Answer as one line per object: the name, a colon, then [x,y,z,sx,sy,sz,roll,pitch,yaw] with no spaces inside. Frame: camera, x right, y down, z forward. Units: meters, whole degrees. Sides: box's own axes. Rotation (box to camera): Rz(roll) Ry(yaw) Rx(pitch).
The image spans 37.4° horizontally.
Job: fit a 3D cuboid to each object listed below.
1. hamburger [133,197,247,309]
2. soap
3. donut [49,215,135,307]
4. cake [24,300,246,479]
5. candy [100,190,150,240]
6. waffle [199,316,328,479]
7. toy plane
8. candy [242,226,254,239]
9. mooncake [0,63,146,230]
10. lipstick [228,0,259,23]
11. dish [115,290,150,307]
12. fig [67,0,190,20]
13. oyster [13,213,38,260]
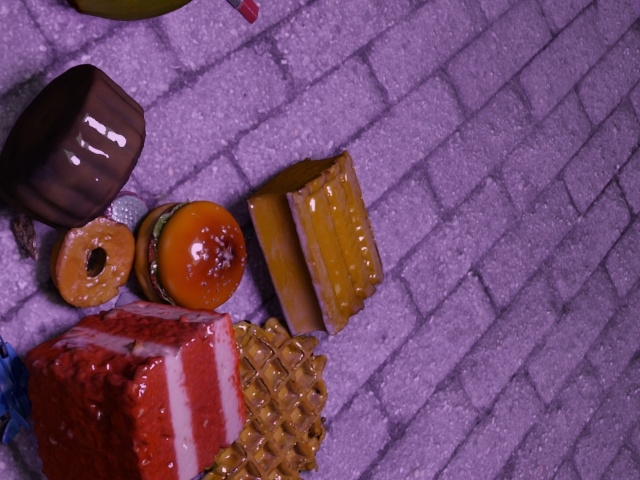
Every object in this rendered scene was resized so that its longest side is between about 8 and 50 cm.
hamburger: [-0.241,0.035,1.876,0.246,0.169,0.246,4,85,-53]
soap: [0.000,0.000,2.060,0.293,0.156,0.335,-50,126,-55]
donut: [-0.436,0.035,1.781,0.162,0.065,0.178,31,83,-45]
cake: [-0.320,0.271,1.693,0.319,0.269,0.270,-33,125,-54]
candy: [-0.386,-0.047,1.870,0.103,0.043,0.103,5,81,-37]
waffle: [-0.126,0.355,2.021,0.379,0.095,0.382,5,84,-42]
toy plane: [-0.554,0.231,1.667,0.169,0.078,0.247,-35,114,-37]
candy: [-0.156,-0.019,2.065,0.201,0.060,0.061,-34,107,-28]
mooncake: [-0.437,-0.160,1.684,0.161,0.290,0.291,38,62,-34]
lipstick: [-0.237,-0.595,2.053,0.312,0.051,0.051,42,58,-30]
dish: [-0.366,0.168,1.864,0.091,0.039,0.137,29,66,-35]
fig: [-0.358,-0.554,1.800,0.316,0.316,0.316,5,82,-40]
oyster: [-0.537,-0.009,1.724,0.038,0.081,0.083,-7,55,-19]
